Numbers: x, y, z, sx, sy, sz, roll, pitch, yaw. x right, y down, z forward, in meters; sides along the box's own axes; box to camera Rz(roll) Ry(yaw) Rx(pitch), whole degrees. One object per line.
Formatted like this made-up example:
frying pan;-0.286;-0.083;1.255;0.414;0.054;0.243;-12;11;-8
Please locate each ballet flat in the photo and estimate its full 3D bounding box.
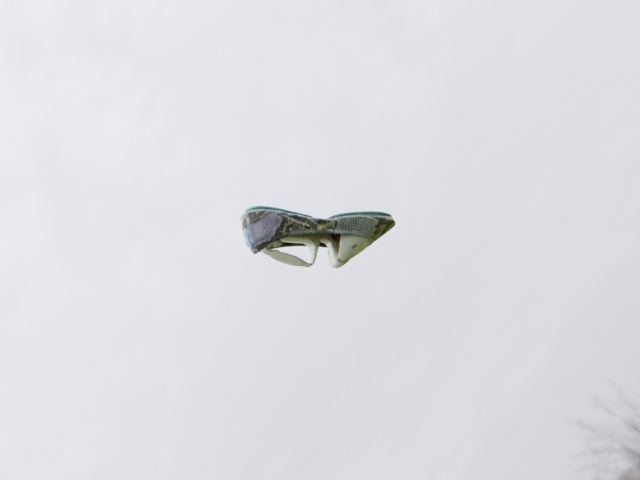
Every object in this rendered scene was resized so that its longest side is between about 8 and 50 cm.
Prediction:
ballet flat;0.000;0.000;0.893;0.114;0.041;0.041;2;-54;-25
